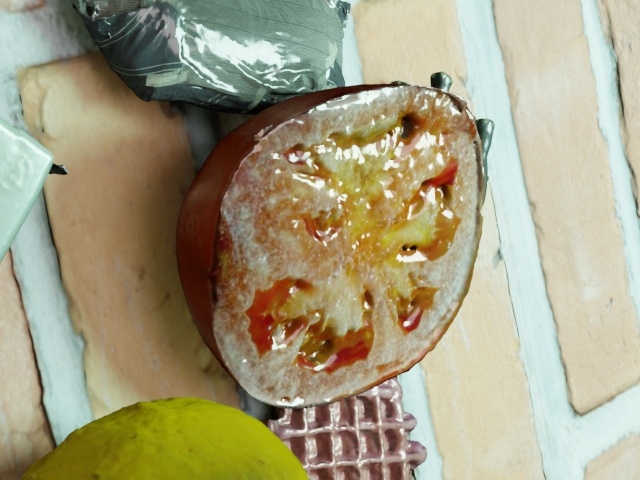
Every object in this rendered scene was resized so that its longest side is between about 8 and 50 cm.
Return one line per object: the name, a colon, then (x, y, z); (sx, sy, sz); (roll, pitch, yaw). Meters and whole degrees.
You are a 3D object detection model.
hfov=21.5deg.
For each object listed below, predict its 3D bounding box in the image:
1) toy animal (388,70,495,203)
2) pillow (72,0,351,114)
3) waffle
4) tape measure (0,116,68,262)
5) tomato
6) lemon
toy animal: (0.094, -0.105, 1.757); (0.269, 0.082, 0.137); (28, 68, -42)
pillow: (-0.088, -0.197, 1.564); (0.335, 0.092, 0.161); (3, 77, -45)
waffle: (0.023, 0.222, 1.688); (0.221, 0.055, 0.234); (-53, 125, -33)
tape measure: (-0.356, 0.031, 1.281); (0.215, 0.098, 0.351); (41, 66, -39)
tomato: (-0.006, -0.009, 1.589); (0.338, 0.144, 0.338); (-14, 116, -32)
lemon: (-0.128, 0.258, 1.391); (0.284, 0.260, 0.260); (-59, 132, -63)
